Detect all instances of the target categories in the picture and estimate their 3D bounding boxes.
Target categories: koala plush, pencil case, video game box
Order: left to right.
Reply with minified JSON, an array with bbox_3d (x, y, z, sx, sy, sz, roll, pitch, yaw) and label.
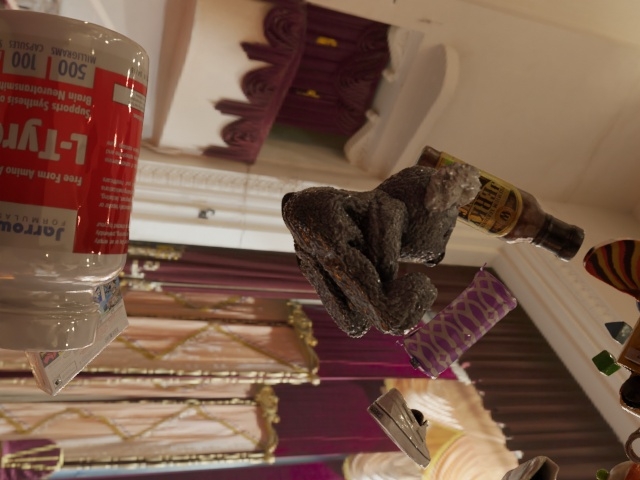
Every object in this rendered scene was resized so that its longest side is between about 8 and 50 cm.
[{"bbox_3d":[-0.443,0.148,1.205,0.205,0.048,0.187,-49,154,-43],"label":"video game box"},{"bbox_3d":[0.090,-0.019,0.836,0.203,0.221,0.196,56,-19,-5],"label":"koala plush"},{"bbox_3d":[0.225,0.137,1.100,0.088,0.206,0.086,49,-3,18],"label":"pencil case"}]

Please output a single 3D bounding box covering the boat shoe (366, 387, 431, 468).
[{"bbox_3d":[0.192,0.410,1.463,0.088,0.267,0.096,-44,-144,-10],"label":"boat shoe"}]

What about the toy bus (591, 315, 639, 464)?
[{"bbox_3d":[0.451,0.167,0.889,0.191,0.104,0.202,-33,-138,34],"label":"toy bus"}]

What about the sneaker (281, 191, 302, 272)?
[{"bbox_3d":[-0.002,0.001,1.065,0.089,0.051,0.170,-3,-73,41],"label":"sneaker"}]

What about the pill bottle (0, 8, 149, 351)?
[{"bbox_3d":[-0.364,-0.072,0.883,0.229,0.229,0.407,-170,-93,-65],"label":"pill bottle"}]

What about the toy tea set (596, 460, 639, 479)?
[{"bbox_3d":[0.526,0.392,1.087,0.124,0.200,0.336,26,-23,29],"label":"toy tea set"}]

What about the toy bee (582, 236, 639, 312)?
[{"bbox_3d":[0.580,0.076,1.055,0.162,0.298,0.195,-51,-169,14],"label":"toy bee"}]

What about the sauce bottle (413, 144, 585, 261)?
[{"bbox_3d":[0.332,-0.066,1.273,0.111,0.345,0.111,25,90,-86],"label":"sauce bottle"}]

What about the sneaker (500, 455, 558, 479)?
[{"bbox_3d":[0.188,0.264,0.619,0.152,0.054,0.061,-59,174,-49],"label":"sneaker"}]
